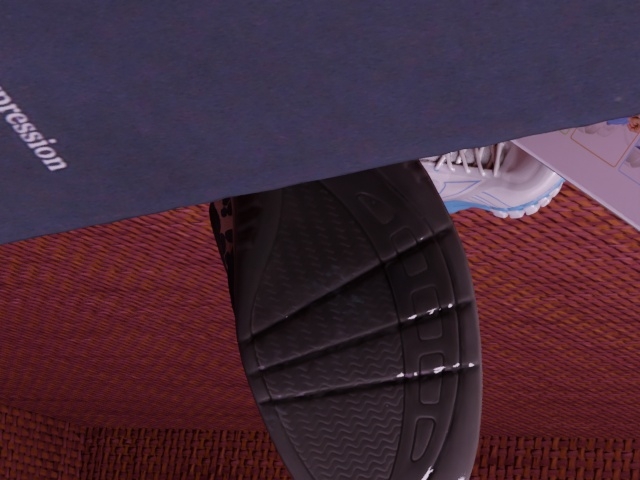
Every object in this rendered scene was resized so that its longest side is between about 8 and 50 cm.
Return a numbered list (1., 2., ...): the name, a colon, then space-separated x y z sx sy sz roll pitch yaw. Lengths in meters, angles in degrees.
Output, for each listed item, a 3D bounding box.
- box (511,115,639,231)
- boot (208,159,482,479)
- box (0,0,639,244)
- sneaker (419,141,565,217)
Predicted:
1. box: 0.231 -0.046 1.177 0.203 0.103 0.114 39 -173 35
2. boot: 0.000 0.000 1.184 0.138 0.377 0.284 -20 171 -2
3. box: -0.036 -0.176 0.447 0.395 0.212 0.293 -10 145 17
4. sneaker: 0.108 -0.060 1.461 0.083 0.071 0.191 26 157 -39
